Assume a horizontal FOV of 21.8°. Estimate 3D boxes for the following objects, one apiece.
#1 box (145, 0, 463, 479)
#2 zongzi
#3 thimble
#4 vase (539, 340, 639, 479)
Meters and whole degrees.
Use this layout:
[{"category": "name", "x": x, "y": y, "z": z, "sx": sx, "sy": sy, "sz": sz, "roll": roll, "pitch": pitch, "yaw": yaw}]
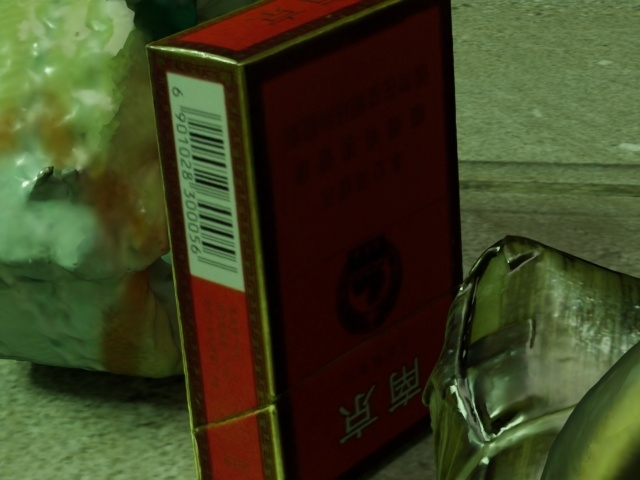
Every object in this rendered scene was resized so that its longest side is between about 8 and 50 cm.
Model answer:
[{"category": "box", "x": 0.001, "y": 0.000, "z": 0.818, "sx": 0.074, "sy": 0.240, "sz": 0.153, "roll": 14, "pitch": 30, "yaw": 35}, {"category": "zongzi", "x": 0.169, "y": 0.145, "z": 0.645, "sx": 0.286, "sy": 0.134, "sz": 0.288, "roll": 9, "pitch": 44, "yaw": 7}, {"category": "thimble", "x": -0.124, "y": -0.056, "z": 0.947, "sx": 0.167, "sy": 0.254, "sz": 0.288, "roll": 3, "pitch": 32, "yaw": 17}, {"category": "vase", "x": 0.223, "y": 0.109, "z": 0.496, "sx": 0.329, "sy": 0.302, "sz": 0.241, "roll": 1, "pitch": 25, "yaw": 24}]
